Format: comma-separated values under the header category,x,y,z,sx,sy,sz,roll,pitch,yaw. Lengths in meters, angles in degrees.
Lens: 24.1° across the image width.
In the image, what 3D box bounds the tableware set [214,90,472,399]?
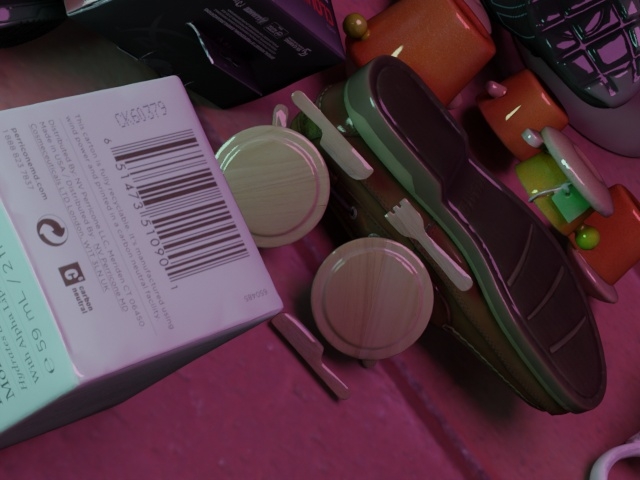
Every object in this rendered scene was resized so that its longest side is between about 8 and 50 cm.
category,x,y,z,sx,sy,sz,roll,pitch,yaw
tableware set,0.000,0.000,1.062,0.194,0.128,0.039,48,2,-7

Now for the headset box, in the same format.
category,x,y,z,sx,sy,sz,roll,pitch,yaw
headset box,-0.093,-0.238,1.028,0.218,0.110,0.293,27,47,-63

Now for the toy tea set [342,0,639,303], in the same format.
category,x,y,z,sx,sy,sz,roll,pitch,yaw
toy tea set,0.135,-0.074,1.215,0.336,0.124,0.200,51,16,-2

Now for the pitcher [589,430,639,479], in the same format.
category,x,y,z,sx,sy,sz,roll,pitch,yaw
pitcher,0.328,0.215,1.205,0.178,0.125,0.207,-38,84,-24

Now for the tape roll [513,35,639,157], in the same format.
category,x,y,z,sx,sy,sz,roll,pitch,yaw
tape roll,0.313,-0.219,1.372,0.246,0.169,0.246,18,57,-31

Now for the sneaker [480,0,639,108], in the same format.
category,x,y,z,sx,sy,sz,roll,pitch,yaw
sneaker,0.186,-0.218,1.283,0.101,0.106,0.267,-26,73,-15

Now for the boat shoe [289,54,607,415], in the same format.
category,x,y,z,sx,sy,sz,roll,pitch,yaw
boat shoe,0.096,0.008,1.122,0.307,0.104,0.111,55,36,-5

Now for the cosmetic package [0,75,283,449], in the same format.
category,x,y,z,sx,sy,sz,roll,pitch,yaw
cosmetic package,-0.153,0.021,0.847,0.151,0.183,0.151,-19,81,-45

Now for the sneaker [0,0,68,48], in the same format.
category,x,y,z,sx,sy,sz,roll,pitch,yaw
sneaker,-0.246,-0.163,0.958,0.170,0.051,0.089,-21,86,-41
